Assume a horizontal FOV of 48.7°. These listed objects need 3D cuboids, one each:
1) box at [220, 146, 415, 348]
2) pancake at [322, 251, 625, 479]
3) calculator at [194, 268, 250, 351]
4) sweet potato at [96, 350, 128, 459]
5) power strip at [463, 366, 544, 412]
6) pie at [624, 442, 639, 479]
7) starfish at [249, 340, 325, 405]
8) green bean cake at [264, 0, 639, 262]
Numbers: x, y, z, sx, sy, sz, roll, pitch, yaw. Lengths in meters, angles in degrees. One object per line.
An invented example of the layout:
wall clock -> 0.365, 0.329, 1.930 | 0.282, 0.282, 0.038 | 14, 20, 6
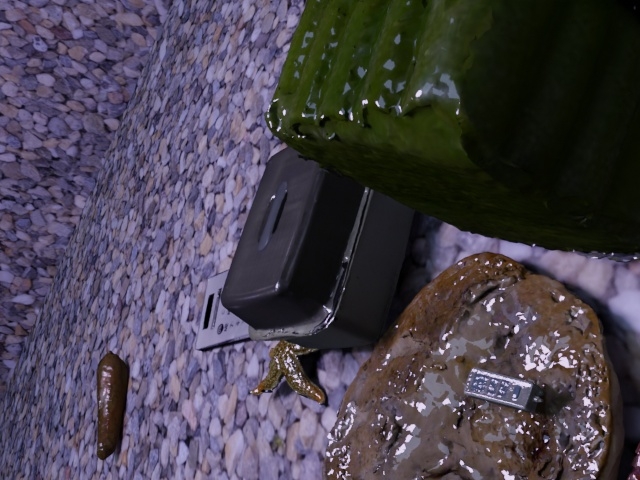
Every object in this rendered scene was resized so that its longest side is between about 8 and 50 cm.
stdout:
box -> 0.000, 0.000, 0.957 | 0.220, 0.166, 0.291 | -15, 52, 54
pancake -> 0.136, 0.197, 0.723 | 0.387, 0.082, 0.387 | -36, 39, 36
calculator -> -0.168, 0.121, 1.343 | 0.261, 0.021, 0.161 | -23, 54, 52
sweet potato -> -0.507, 0.397, 1.700 | 0.075, 0.075, 0.274 | -42, 42, 40
power strip -> 0.166, 0.136, 0.643 | 0.083, 0.017, 0.027 | 3, 69, 53
pie -> 0.281, 0.205, 0.519 | 0.153, 0.038, 0.154 | -40, 39, 43
starfish -> -0.035, 0.161, 1.079 | 0.208, 0.053, 0.176 | -16, 50, 49
green bean cake -> 0.151, -0.132, 0.665 | 0.335, 0.319, 0.218 | 17, 85, 57
